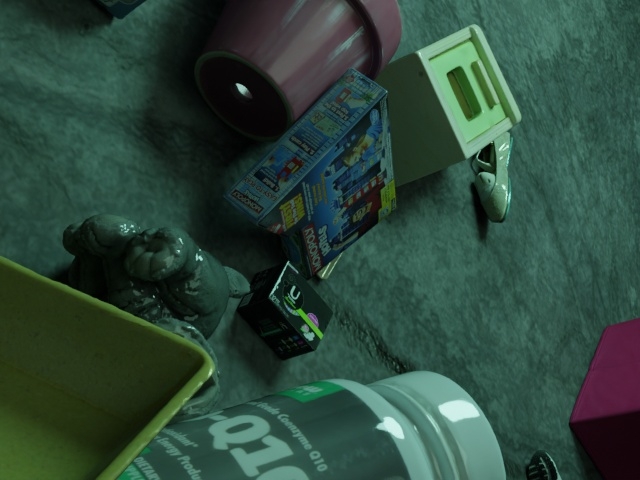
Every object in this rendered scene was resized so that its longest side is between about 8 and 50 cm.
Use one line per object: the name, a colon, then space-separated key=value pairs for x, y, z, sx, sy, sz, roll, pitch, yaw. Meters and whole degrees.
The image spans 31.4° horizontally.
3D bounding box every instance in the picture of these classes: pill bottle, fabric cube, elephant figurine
pill bottle: x=-0.033 y=0.231 z=0.938 sx=0.361 sy=0.204 sz=0.204 roll=-12 pitch=82 yaw=-36
fabric cube: x=0.571 y=0.261 z=1.706 sx=0.254 sy=0.258 sz=0.259 roll=55 pitch=40 yaw=-16
elephant figurine: x=-0.174 y=0.112 z=0.991 sx=0.169 sy=0.186 sz=0.239 roll=91 pitch=7 yaw=-72

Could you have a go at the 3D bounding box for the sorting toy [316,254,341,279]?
sorting toy: x=0.000 y=0.000 z=1.337 sx=0.062 sy=0.012 sz=0.083 roll=48 pitch=46 yaw=-18

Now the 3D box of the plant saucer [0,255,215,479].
plant saucer: x=-0.292 y=0.132 z=0.752 sx=0.333 sy=0.333 sz=0.081 roll=-46 pitch=153 yaw=-49

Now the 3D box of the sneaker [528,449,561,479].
sneaker: x=0.312 y=0.335 z=1.545 sx=0.044 sy=0.040 sz=0.109 roll=-17 pitch=91 yaw=-69

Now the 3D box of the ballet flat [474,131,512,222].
ballet flat: x=0.246 y=-0.096 z=1.659 sx=0.052 sy=0.057 sz=0.168 roll=19 pitch=51 yaw=-12

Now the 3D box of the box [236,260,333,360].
box: x=-0.037 y=0.076 z=1.225 sx=0.083 sy=0.052 sz=0.062 roll=49 pitch=43 yaw=-22

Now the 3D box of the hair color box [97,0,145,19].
hair color box: x=-0.201 y=-0.424 z=1.209 sx=0.174 sy=0.105 sz=0.347 roll=36 pitch=49 yaw=-31

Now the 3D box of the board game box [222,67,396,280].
board game box: x=-0.009 y=-0.055 z=1.237 sx=0.194 sy=0.060 sz=0.194 roll=-38 pitch=146 yaw=-22

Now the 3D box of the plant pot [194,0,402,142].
plant pot: x=-0.038 y=-0.214 z=1.262 sx=0.201 sy=0.201 sz=0.180 roll=49 pitch=58 yaw=-24

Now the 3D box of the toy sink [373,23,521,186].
toy sink: x=0.170 y=-0.192 z=1.533 sx=0.234 sy=0.131 sz=0.152 roll=-33 pitch=100 yaw=-52
